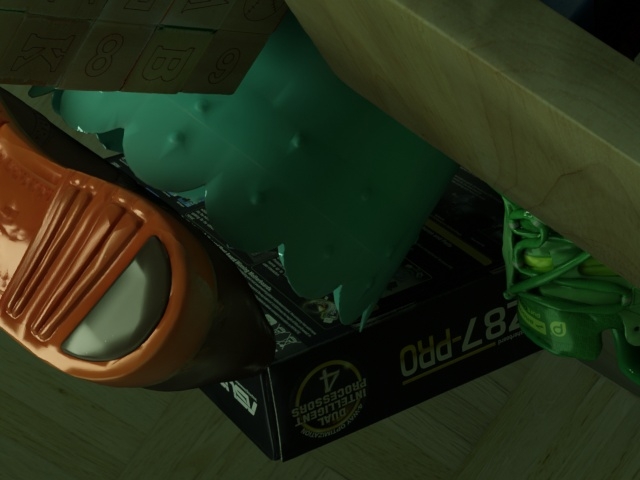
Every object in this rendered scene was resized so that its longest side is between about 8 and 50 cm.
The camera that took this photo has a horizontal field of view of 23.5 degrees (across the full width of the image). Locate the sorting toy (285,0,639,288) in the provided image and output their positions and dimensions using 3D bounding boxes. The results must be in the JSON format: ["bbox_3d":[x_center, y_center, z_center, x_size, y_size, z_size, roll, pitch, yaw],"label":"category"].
[{"bbox_3d":[0.111,-0.054,0.546,0.255,0.089,0.257,36,180,13],"label":"sorting toy"}]

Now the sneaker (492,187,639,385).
[{"bbox_3d":[0.154,0.004,0.878,0.295,0.123,0.109,37,179,-38],"label":"sneaker"}]

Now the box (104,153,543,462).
[{"bbox_3d":[0.000,0.000,1.254,0.395,0.318,0.097,34,139,51],"label":"box"}]

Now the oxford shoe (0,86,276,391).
[{"bbox_3d":[-0.176,-0.011,0.911,0.363,0.130,0.133,36,-176,34],"label":"oxford shoe"}]

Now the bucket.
[{"bbox_3d":[-0.030,-0.091,0.995,0.281,0.183,0.281,36,179,1],"label":"bucket"}]

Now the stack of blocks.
[{"bbox_3d":[-0.167,-0.161,0.740,0.297,0.087,0.171,-4,-133,-51],"label":"stack of blocks"}]
